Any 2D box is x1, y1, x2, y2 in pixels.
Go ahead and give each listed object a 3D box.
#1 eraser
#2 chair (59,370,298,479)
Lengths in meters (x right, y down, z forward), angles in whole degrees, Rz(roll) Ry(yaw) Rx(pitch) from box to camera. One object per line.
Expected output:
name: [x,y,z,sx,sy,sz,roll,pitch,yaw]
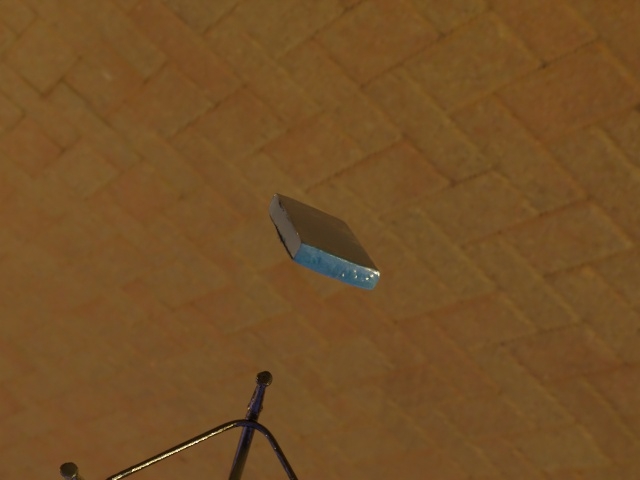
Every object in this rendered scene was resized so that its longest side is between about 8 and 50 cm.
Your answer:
eraser: [0.000,0.000,2.111,0.144,0.042,0.312,22,-168,-16]
chair: [-0.182,0.510,2.079,0.362,0.365,0.410,58,157,21]
